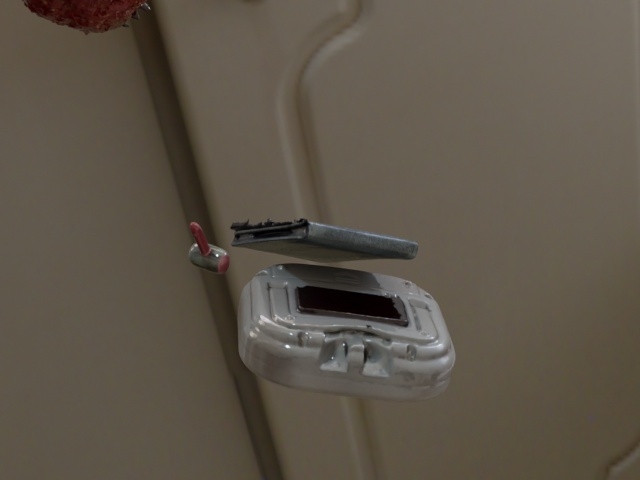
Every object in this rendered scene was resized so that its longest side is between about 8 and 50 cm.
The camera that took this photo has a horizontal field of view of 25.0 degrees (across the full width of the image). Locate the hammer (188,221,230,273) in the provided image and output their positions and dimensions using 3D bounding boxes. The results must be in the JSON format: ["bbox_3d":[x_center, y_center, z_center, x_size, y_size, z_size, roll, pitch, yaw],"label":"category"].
[{"bbox_3d":[-0.137,0.005,1.694,0.052,0.083,0.031,16,59,25],"label":"hammer"}]

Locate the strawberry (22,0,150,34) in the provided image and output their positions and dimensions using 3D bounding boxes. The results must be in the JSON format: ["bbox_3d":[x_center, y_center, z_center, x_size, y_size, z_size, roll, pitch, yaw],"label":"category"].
[{"bbox_3d":[-0.215,-0.263,1.327,0.146,0.187,0.082,-46,49,-3],"label":"strawberry"}]

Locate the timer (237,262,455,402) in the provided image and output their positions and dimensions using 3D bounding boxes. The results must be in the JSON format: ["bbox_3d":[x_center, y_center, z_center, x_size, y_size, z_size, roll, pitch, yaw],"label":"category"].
[{"bbox_3d":[0.032,0.106,1.752,0.262,0.087,0.237,7,20,-7],"label":"timer"}]

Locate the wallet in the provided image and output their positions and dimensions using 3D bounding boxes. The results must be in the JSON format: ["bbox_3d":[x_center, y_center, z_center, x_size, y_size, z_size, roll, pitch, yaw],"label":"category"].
[{"bbox_3d":[0.000,0.002,1.831,0.167,0.036,0.222,11,-6,-29],"label":"wallet"}]
